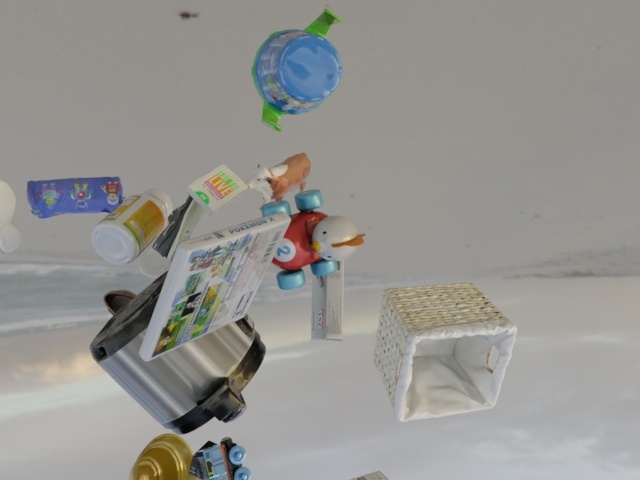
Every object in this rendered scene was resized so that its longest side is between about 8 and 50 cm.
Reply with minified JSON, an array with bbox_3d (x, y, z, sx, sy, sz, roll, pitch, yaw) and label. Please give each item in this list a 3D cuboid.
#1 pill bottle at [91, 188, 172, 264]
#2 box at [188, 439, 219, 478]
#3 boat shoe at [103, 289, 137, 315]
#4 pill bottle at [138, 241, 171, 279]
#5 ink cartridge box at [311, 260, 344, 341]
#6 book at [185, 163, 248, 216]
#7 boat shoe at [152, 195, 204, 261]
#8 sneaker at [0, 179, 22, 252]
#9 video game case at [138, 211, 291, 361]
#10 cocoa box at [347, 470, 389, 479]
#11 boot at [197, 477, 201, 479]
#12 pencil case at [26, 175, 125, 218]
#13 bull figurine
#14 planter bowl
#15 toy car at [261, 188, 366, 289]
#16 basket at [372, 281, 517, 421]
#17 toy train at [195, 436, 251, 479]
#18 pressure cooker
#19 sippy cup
[{"bbox_3d":[-0.522,-0.049,1.765,0.137,0.136,0.245,-10,-153,24],"label":"pill bottle"},{"bbox_3d":[-0.270,0.537,1.516,0.062,0.052,0.083,18,-165,14],"label":"box"},{"bbox_3d":[-0.557,0.248,2.001,0.325,0.123,0.116,19,169,8],"label":"boat shoe"},{"bbox_3d":[-0.503,0.085,2.072,0.124,0.124,0.221,-8,165,7],"label":"pill bottle"},{"bbox_3d":[0.002,0.158,1.809,0.060,0.274,0.239,5,168,-19],"label":"ink cartridge box"},{"bbox_3d":[-0.268,-0.133,1.610,0.035,0.096,0.144,-45,179,44],"label":"book"},{"bbox_3d":[-0.369,-0.060,1.656,0.079,0.233,0.084,31,-173,16],"label":"boat shoe"},{"bbox_3d":[-0.746,-0.064,1.411,0.080,0.094,0.212,-48,163,-42],"label":"sneaker"},{"bbox_3d":[-0.227,0.097,1.351,0.300,0.036,0.329,-21,147,-49],"label":"video game case"},{"bbox_3d":[0.127,0.975,2.111,0.347,0.231,0.228,5,-160,-44],"label":"cocoa box"},{"bbox_3d":[-0.399,0.806,1.959,0.124,0.258,0.095,3,135,-14],"label":"boot"},{"bbox_3d":[-0.807,-0.142,2.066,0.306,0.133,0.119,-4,179,-17],"label":"pencil case"},{"bbox_3d":[-0.128,-0.179,1.975,0.101,0.188,0.310,30,-144,19],"label":"bull figurine"},{"bbox_3d":[-0.419,0.606,1.580,0.090,0.217,0.217,-15,172,29],"label":"planter bowl"},{"bbox_3d":[0.000,0.000,1.520,0.210,0.219,0.238,-21,-164,-36],"label":"toy car"},{"bbox_3d":[0.356,0.320,1.861,0.332,0.328,0.266,-3,-148,-13],"label":"basket"},{"bbox_3d":[-0.213,0.544,1.409,0.105,0.184,0.080,-11,168,-29],"label":"toy train"},{"bbox_3d":[-0.360,0.315,1.708,0.376,0.420,0.370,-32,-165,33],"label":"pressure cooker"},{"bbox_3d":[-0.050,-0.447,1.640,0.240,0.305,0.224,-8,-166,-13],"label":"sippy cup"}]
